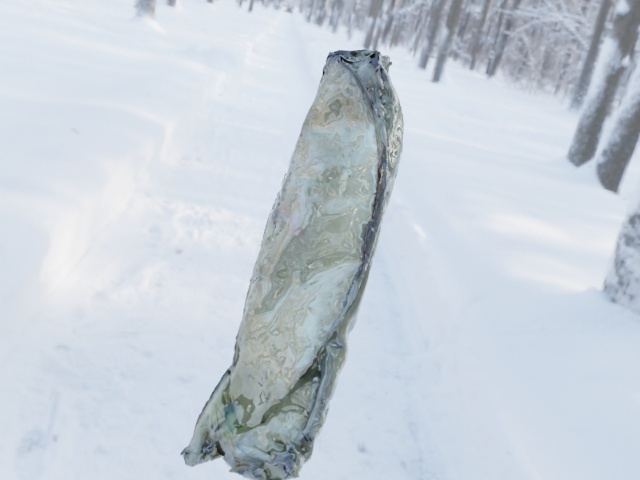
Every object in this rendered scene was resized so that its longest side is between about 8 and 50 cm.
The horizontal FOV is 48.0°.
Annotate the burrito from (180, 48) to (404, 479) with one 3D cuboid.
[{"bbox_3d":[0.000,0.001,0.342,0.058,0.230,0.063,21,-19,-3],"label":"burrito"}]
